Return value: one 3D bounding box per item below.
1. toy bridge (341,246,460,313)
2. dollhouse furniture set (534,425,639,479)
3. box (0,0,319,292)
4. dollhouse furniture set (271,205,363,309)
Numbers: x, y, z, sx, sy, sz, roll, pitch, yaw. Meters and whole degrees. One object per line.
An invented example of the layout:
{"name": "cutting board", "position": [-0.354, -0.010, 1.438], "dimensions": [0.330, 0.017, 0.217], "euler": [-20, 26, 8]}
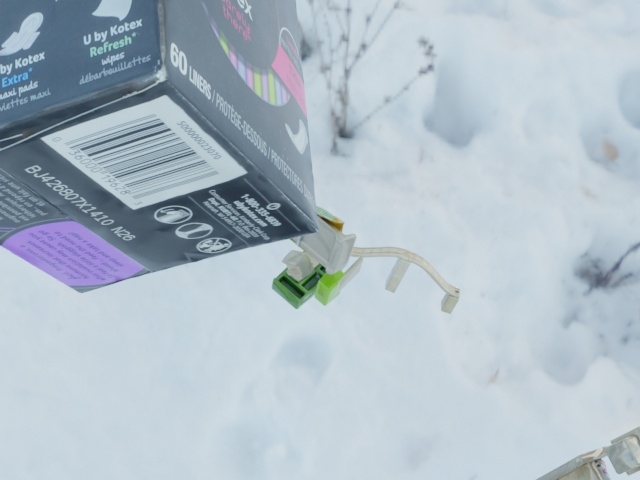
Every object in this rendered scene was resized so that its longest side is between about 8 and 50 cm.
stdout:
{"name": "toy bridge", "position": [0.109, 0.042, 1.661], "dimensions": [0.188, 0.063, 0.026], "euler": [22, 34, -6]}
{"name": "dollhouse furniture set", "position": [0.412, 0.386, 1.432], "dimensions": [0.174, 0.355, 0.303], "euler": [-11, 68, -40]}
{"name": "box", "position": [-0.104, -0.134, 0.598], "dimensions": [0.143, 0.165, 0.270], "euler": [-15, 63, 17]}
{"name": "dollhouse furniture set", "position": [0.000, 0.000, 1.022], "dimensions": [0.076, 0.151, 0.058], "euler": [39, 60, 15]}
